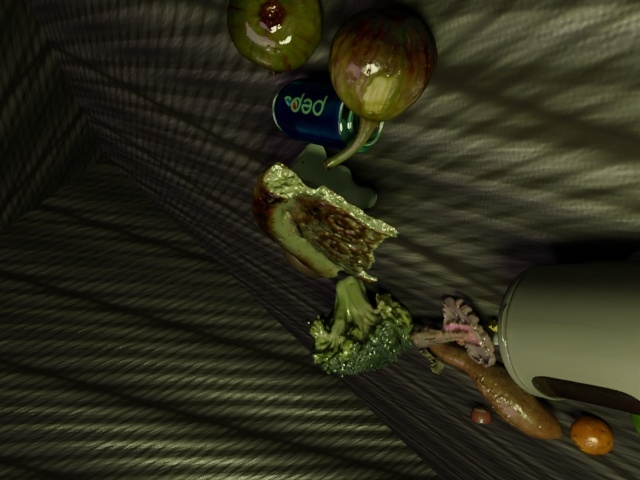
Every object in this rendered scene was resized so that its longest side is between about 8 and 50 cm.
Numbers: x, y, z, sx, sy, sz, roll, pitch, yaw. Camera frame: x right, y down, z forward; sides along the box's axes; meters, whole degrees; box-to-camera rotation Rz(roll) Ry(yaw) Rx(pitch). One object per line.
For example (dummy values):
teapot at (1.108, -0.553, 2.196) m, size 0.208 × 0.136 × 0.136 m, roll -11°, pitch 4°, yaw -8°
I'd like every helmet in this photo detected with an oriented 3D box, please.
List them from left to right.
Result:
helmet at (0.502, 0.542, 1.377) m, size 0.065 × 0.049 × 0.084 m, roll 2°, pitch 173°, yaw 11°

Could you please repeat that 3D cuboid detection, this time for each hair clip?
hair clip at (0.320, 0.225, 1.075) m, size 0.172 × 0.069 × 0.300 m, roll 59°, pitch 158°, yaw 3°

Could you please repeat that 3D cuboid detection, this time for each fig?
fig at (-0.076, -0.360, 0.751) m, size 0.151 × 0.151 × 0.259 m, roll 51°, pitch -175°, yaw -14°
fig at (0.065, -0.196, 0.629) m, size 0.149 × 0.149 × 0.245 m, roll 36°, pitch 132°, yaw 21°

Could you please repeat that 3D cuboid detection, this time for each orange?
orange at (0.597, 0.429, 0.968) m, size 0.084 × 0.083 × 0.083 m, roll 37°, pitch 157°, yaw 19°

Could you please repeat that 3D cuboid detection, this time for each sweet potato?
sweet potato at (0.427, 0.354, 1.111) m, size 0.385 × 0.109 × 0.109 m, roll 39°, pitch 158°, yaw 29°

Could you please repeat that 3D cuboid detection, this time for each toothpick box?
toothpick box at (0.424, 0.120, 0.576) m, size 0.229 × 0.229 × 0.316 m, roll 51°, pitch 156°, yaw -14°

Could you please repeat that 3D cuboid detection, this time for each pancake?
pancake at (-0.005, -0.003, 0.940) m, size 0.305 × 0.066 × 0.426 m, roll 23°, pitch 158°, yaw 8°

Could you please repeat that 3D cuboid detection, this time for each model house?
model house at (0.339, 0.359, 1.333) m, size 0.083 × 0.057 × 0.058 m, roll 40°, pitch 153°, yaw 8°

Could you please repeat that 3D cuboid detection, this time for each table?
table at (0.008, -0.102, 0.981) m, size 0.198 × 0.166 × 0.166 m, roll 39°, pitch 159°, yaw -9°

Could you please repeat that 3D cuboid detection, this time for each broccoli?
broccoli at (0.104, 0.250, 1.308) m, size 0.347 × 0.294 × 0.280 m, roll 119°, pitch 143°, yaw -57°

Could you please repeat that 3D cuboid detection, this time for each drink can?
drink can at (0.011, -0.226, 0.785) m, size 0.205 × 0.118 × 0.118 m, roll 22°, pitch 149°, yaw 41°

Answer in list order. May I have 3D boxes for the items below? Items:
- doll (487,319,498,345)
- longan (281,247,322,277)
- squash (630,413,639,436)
doll at (0.424, 0.230, 0.951) m, size 0.143 × 0.057 × 0.099 m, roll 43°, pitch 180°, yaw 3°
longan at (-0.019, 0.015, 1.212) m, size 0.189 × 0.189 × 0.189 m, roll 37°, pitch 157°, yaw 19°
squash at (0.626, 0.362, 0.755) m, size 0.395 × 0.107 × 0.107 m, roll 49°, pitch 159°, yaw -23°
